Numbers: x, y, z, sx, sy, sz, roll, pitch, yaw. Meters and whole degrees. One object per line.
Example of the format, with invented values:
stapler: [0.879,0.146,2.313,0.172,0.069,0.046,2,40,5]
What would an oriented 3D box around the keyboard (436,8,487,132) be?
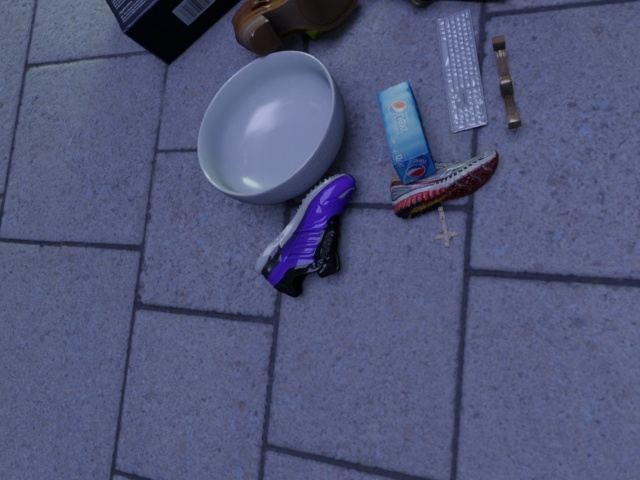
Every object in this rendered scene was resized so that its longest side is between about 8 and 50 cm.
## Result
keyboard: [0.290,-0.350,1.107,0.072,0.014,0.256,-9,78,20]

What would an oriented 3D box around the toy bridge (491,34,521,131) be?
toy bridge: [0.361,-0.298,1.042,0.026,0.063,0.188,-11,77,21]

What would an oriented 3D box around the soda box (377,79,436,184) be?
soda box: [0.169,-0.216,1.065,0.071,0.067,0.210,-19,53,17]

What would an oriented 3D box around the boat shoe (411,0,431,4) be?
boat shoe: [0.228,-0.548,1.111,0.324,0.116,0.097,6,81,17]

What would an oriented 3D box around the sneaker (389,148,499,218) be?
sneaker: [0.238,-0.128,1.054,0.225,0.088,0.093,-22,66,14]

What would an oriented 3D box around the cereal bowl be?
cereal bowl: [-0.091,-0.224,1.156,0.339,0.141,0.339,-10,65,24]

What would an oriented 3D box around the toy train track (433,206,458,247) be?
toy train track: [0.247,-0.028,1.074,0.048,0.014,0.083,-12,77,20]

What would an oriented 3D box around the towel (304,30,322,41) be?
towel: [0.040,-0.578,1.243,0.237,0.021,0.102,-44,63,11]

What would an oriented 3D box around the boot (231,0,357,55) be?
boot: [-0.069,-0.527,1.226,0.283,0.109,0.220,-34,38,3]

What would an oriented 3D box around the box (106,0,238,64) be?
box: [-0.375,-0.690,1.341,0.343,0.179,0.312,-36,71,13]

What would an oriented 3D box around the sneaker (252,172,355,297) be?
sneaker: [0.000,0.000,1.130,0.146,0.102,0.293,44,103,17]
